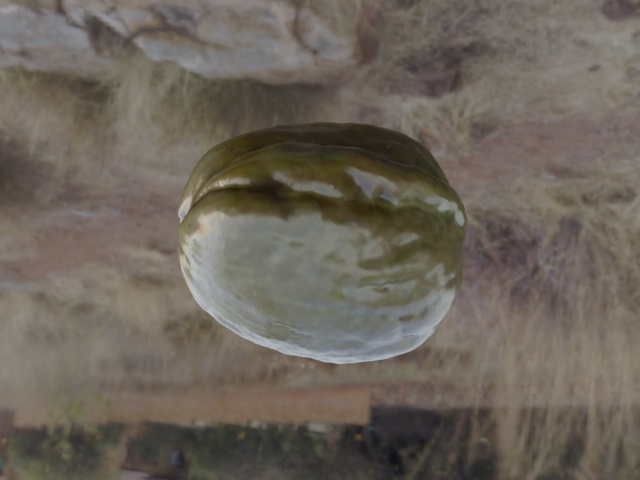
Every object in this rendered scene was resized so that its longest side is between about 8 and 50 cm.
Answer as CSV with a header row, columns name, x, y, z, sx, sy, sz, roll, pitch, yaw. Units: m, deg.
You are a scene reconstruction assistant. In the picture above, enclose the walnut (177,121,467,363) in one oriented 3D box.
name,x,y,z,sx,sy,sz,roll,pitch,yaw
walnut,0.000,0.000,0.967,0.283,0.227,0.283,-3,154,-1
